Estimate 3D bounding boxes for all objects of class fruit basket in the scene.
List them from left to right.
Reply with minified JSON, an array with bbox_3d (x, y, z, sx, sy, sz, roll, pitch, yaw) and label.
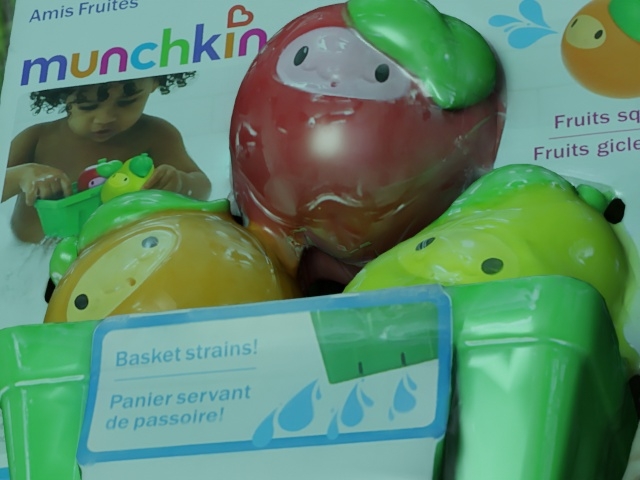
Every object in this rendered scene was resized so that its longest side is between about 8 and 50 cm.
[{"bbox_3d":[0.000,0.000,0.752,0.327,0.165,0.353,-5,64,15],"label":"fruit basket"}]
